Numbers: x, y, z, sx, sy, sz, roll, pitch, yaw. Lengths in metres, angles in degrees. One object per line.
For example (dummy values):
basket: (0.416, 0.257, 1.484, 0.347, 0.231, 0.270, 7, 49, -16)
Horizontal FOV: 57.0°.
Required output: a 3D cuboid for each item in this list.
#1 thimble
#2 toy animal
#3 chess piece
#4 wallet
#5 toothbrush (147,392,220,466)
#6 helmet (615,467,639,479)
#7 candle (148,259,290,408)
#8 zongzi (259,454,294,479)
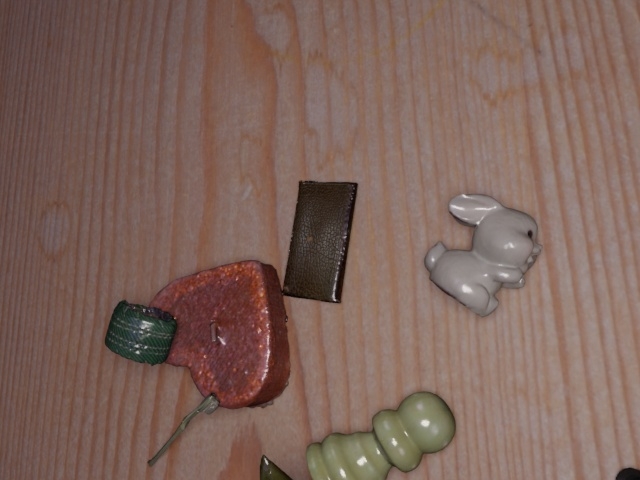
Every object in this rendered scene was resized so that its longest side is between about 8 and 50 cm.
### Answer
thimble: (-0.339, 0.174, 1.120, 0.135, 0.118, 0.090, 16, 87, 57)
toy animal: (0.276, 0.023, 1.027, 0.178, 0.127, 0.193, 28, 93, 26)
chess piece: (0.116, 0.354, 1.022, 0.251, 0.144, 0.144, -34, 69, 5)
wallet: (0.000, 0.000, 1.190, 0.132, 0.039, 0.243, 3, 80, 28)
toothbrush: (-0.278, 0.378, 1.164, 0.028, 0.026, 0.294, 41, 123, -7)
helmet: (0.499, 0.390, 0.901, 0.065, 0.049, 0.084, -58, 32, 38)
candle: (-0.185, 0.168, 1.179, 0.317, 0.131, 0.287, 36, 90, 23)
zongzi: (0.041, 0.507, 0.926, 0.322, 0.160, 0.361, 10, 119, 18)
